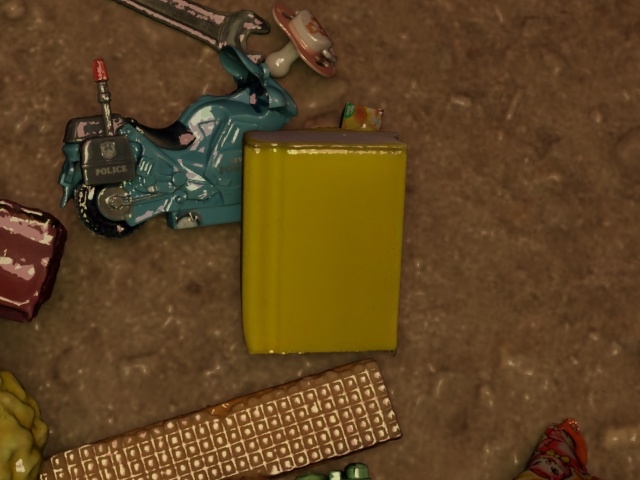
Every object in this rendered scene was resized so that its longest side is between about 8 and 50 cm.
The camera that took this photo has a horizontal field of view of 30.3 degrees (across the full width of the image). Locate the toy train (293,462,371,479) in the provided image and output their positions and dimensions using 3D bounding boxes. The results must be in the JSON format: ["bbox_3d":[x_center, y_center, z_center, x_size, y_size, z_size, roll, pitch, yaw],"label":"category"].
[{"bbox_3d":[0.014,0.308,1.155,0.104,0.071,0.178,-2,80,5],"label":"toy train"}]

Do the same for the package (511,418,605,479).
[{"bbox_3d":[0.222,0.323,1.127,0.288,0.108,0.223,-35,61,-25],"label":"package"}]

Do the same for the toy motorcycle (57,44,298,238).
[{"bbox_3d":[-0.131,-0.100,1.188,0.272,0.123,0.182,-9,98,-19],"label":"toy motorcycle"}]

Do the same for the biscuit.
[{"bbox_3d":[-0.113,0.210,1.166,0.378,0.054,0.094,-17,80,-9],"label":"biscuit"}]

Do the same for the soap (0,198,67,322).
[{"bbox_3d":[-0.390,-0.012,1.120,0.289,0.182,0.112,19,79,-8],"label":"soap"}]

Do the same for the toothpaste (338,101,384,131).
[{"bbox_3d":[0.028,-0.056,1.244,0.043,0.037,0.178,14,77,-4],"label":"toothpaste"}]

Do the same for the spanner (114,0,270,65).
[{"bbox_3d":[-0.195,-0.262,1.273,0.302,0.017,0.071,22,77,-2],"label":"spanner"}]

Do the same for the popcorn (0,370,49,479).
[{"bbox_3d":[-0.356,0.175,1.057,0.206,0.237,0.251,10,88,-29],"label":"popcorn"}]

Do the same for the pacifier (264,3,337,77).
[{"bbox_3d":[-0.026,-0.203,1.262,0.078,0.081,0.099,-40,74,20],"label":"pacifier"}]

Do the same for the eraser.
[{"bbox_3d":[0.000,0.000,1.162,0.158,0.069,0.226,1,106,-5],"label":"eraser"}]
